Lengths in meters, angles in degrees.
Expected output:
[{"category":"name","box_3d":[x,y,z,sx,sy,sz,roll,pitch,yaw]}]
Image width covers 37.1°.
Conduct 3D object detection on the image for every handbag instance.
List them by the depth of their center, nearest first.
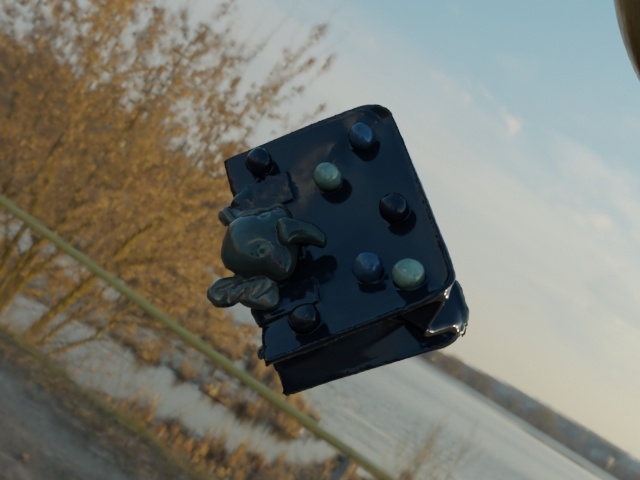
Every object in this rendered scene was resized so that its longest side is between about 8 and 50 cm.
[{"category":"handbag","box_3d":[0.000,0.000,1.112,0.118,0.269,0.326,67,4,-49]}]

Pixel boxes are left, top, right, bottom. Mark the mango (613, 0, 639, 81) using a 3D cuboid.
[{"category":"mango","box_3d":[0.244,-0.188,0.497,0.211,0.173,0.317,-108,-176,-60]}]
